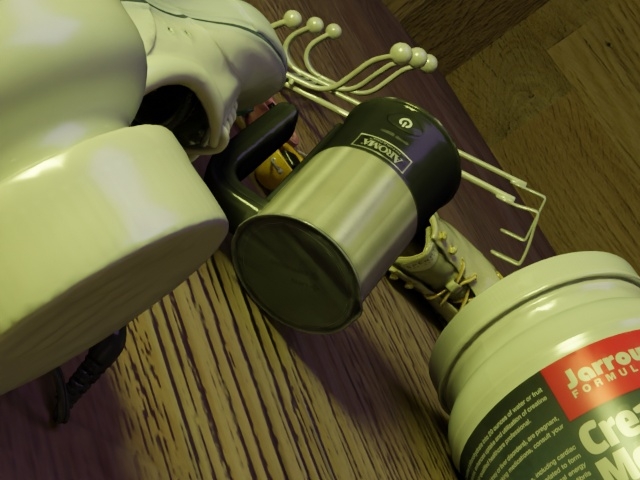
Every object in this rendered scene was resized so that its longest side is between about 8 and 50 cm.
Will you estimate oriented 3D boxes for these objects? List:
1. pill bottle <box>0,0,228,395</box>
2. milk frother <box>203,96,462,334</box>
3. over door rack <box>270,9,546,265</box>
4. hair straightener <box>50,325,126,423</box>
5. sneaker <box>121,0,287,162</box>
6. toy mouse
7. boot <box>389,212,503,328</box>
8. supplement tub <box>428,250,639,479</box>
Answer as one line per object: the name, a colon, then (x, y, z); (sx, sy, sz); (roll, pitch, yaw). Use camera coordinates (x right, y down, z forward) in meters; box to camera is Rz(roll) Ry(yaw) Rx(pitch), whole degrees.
pill bottle: (-0.129, -0.067, 0.382); (0.221, 0.121, 0.121); (56, 12, 7)
milk frother: (0.000, 0.000, 0.772); (0.135, 0.129, 0.143); (-48, 147, -42)
over door rack: (0.105, -0.122, 1.276); (0.324, 0.108, 0.239); (39, 12, 6)
hair straightener: (-0.135, -0.032, 0.489); (0.089, 0.047, 0.230); (9, 48, -43)
sneaker: (-0.085, -0.082, 0.705); (0.258, 0.094, 0.091); (-4, 69, -66)
toy mouse: (-0.054, -0.093, 0.943); (0.143, 0.031, 0.161); (57, 12, 11)
boot: (0.124, 0.048, 1.127); (0.165, 0.077, 0.213); (38, 15, -53)
supplement tub: (0.202, 0.161, 0.841); (0.191, 0.191, 0.272); (38, 20, -52)
